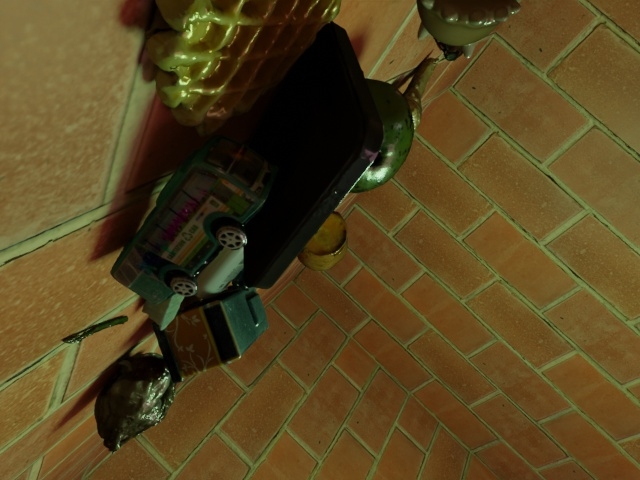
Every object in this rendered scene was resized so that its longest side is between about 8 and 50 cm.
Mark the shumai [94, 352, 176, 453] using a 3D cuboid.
[{"bbox_3d":[-0.469,0.363,1.109,0.218,0.183,0.186,-33,135,-23],"label":"shumai"}]

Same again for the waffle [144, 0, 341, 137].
[{"bbox_3d":[-0.051,-0.214,0.438,0.261,0.056,0.250,-48,176,-8],"label":"waffle"}]

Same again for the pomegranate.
[{"bbox_3d":[0.054,-0.205,0.860,0.214,0.214,0.248,-48,-147,6],"label":"pomegranate"}]

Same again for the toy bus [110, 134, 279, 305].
[{"bbox_3d":[-0.160,-0.015,0.559,0.261,0.109,0.091,-40,-156,33],"label":"toy bus"}]

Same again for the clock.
[{"bbox_3d":[-0.040,-0.113,0.587,0.279,0.049,0.274,-51,-145,36],"label":"clock"}]

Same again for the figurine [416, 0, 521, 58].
[{"bbox_3d":[0.231,-0.402,0.685,0.173,0.177,0.247,-65,-169,-12],"label":"figurine"}]

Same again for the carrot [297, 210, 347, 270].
[{"bbox_3d":[0.000,0.000,1.786,0.224,0.224,0.341,-46,170,-10],"label":"carrot"}]

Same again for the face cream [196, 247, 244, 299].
[{"bbox_3d":[-0.183,0.014,1.046,0.291,0.071,0.144,-48,179,19],"label":"face cream"}]

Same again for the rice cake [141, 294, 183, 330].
[{"bbox_3d":[-0.284,0.093,0.852,0.069,0.063,0.206,-51,180,-41],"label":"rice cake"}]

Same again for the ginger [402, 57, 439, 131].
[{"bbox_3d":[0.273,-0.421,1.314,0.131,0.086,0.295,97,16,-69],"label":"ginger"}]

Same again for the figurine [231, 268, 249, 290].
[{"bbox_3d":[-0.185,0.049,1.165,0.087,0.086,0.149,72,36,-64],"label":"figurine"}]

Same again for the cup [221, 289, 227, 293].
[{"bbox_3d":[-0.312,0.251,1.485,0.176,0.169,0.223,-44,-153,16],"label":"cup"}]

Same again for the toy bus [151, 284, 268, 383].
[{"bbox_3d":[-0.263,0.218,1.159,0.194,0.162,0.323,-21,180,7],"label":"toy bus"}]

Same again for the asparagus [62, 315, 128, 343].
[{"bbox_3d":[-0.378,0.152,0.777,0.016,0.016,0.163,-29,180,10],"label":"asparagus"}]

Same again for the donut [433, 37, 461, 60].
[{"bbox_3d":[0.371,-0.561,1.133,0.216,0.096,0.230,-47,176,33],"label":"donut"}]
